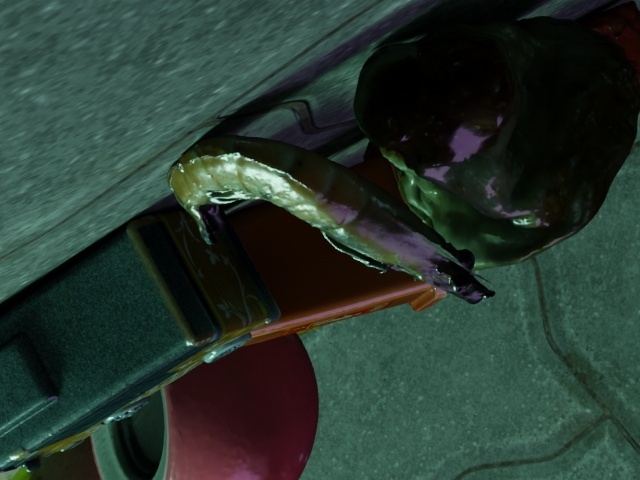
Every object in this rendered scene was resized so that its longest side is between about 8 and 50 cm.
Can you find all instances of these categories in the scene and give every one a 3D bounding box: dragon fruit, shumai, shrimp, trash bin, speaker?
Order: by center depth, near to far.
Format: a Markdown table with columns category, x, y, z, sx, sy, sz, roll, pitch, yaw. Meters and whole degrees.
| category | x | y | z | sx | sy | sz | roll | pitch | yaw |
| --- | --- | --- | --- | --- | --- | --- | --- | --- | --- |
| shrimp | -0.002 | -0.007 | 1.304 | 0.198 | 0.262 | 0.051 | -16 | -129 | 59 |
| shumai | 0.128 | -0.125 | 1.343 | 0.222 | 0.204 | 0.272 | -31 | -151 | 13 |
| trash bin | 0.000 | 0.000 | 1.623 | 0.238 | 0.184 | 0.161 | -17 | 174 | -8 |
| dragon fruit | 0.266 | -0.164 | 1.704 | 0.162 | 0.106 | 0.083 | -28 | 175 | 20 |
| speaker | -0.136 | 0.185 | 1.864 | 0.294 | 0.294 | 0.294 | -29 | 175 | -3 |

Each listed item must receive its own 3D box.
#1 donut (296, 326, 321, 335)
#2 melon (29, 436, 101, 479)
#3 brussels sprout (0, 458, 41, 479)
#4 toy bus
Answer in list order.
| category | x | y | z | sx | sy | sz | roll | pitch | yaw |
| --- | --- | --- | --- | --- | --- | --- | --- | --- | --- |
| donut | -0.015 | 0.040 | 2.071 | 0.261 | 0.128 | 0.208 | -24 | 172 | -46 |
| melon | -0.373 | 0.309 | 2.044 | 0.330 | 0.268 | 0.268 | -45 | -177 | -27 |
| brussels sprout | -0.353 | 0.191 | 1.756 | 0.149 | 0.151 | 0.122 | 8 | 120 | -39 |
| toy bus | -0.197 | 0.090 | 1.509 | 0.275 | 0.138 | 0.167 | -33 | 172 | 25 |
